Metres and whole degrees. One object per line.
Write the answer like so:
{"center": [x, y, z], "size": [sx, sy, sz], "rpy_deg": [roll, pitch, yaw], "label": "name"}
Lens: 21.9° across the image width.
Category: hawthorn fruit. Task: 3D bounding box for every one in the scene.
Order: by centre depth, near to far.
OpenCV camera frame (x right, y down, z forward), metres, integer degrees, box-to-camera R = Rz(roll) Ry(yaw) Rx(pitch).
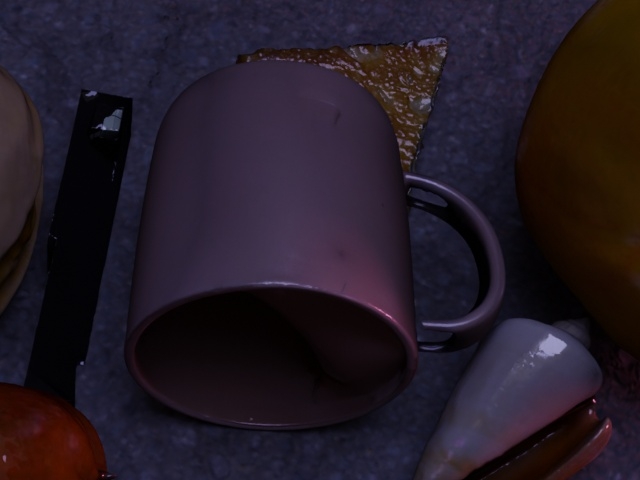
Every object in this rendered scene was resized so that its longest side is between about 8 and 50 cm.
{"center": [-0.230, 0.184, 1.002], "size": [0.225, 0.196, 0.196], "rpy_deg": [-11, 60, 1], "label": "hawthorn fruit"}

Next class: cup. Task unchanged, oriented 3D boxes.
{"center": [0.000, 0.000, 1.135], "size": [0.253, 0.191, 0.200], "rpy_deg": [3, 56, -2], "label": "cup"}

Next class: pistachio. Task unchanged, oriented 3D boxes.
{"center": [-0.267, -0.042, 1.147], "size": [0.157, 0.157, 0.229], "rpy_deg": [-7, 62, -12], "label": "pistachio"}

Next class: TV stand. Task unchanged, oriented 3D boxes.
{"center": [-0.175, 0.009, 1.190], "size": [0.040, 0.049, 0.256], "rpy_deg": [9, 58, -4], "label": "TV stand"}

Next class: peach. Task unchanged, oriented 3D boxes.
{"center": [0.285, -0.057, 1.174], "size": [0.289, 0.289, 0.308], "rpy_deg": [2, 20, -6], "label": "peach"}

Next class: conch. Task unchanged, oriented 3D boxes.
{"center": [0.134, 0.124, 1.138], "size": [0.104, 0.094, 0.176], "rpy_deg": [49, 62, -24], "label": "conch"}

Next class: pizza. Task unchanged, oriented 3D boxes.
{"center": [0.029, -0.113, 1.298], "size": [0.184, 0.036, 0.176], "rpy_deg": [36, 63, 10], "label": "pizza"}
